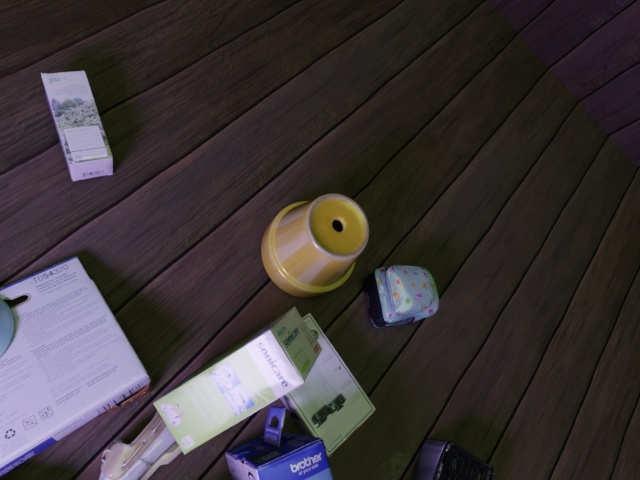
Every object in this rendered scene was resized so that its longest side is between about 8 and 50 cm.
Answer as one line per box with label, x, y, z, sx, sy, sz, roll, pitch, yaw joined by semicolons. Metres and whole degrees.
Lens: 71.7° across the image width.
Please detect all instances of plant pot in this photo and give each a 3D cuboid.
plant pot;0.000;0.000;1.120;0.253;0.239;0.254;8;69;-21

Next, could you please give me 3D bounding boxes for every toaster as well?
toaster;0.327;0.616;1.126;0.185;0.110;0.168;33;63;-10

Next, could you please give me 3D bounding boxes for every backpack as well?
backpack;0.235;0.147;1.228;0.188;0.144;0.166;-1;68;-26

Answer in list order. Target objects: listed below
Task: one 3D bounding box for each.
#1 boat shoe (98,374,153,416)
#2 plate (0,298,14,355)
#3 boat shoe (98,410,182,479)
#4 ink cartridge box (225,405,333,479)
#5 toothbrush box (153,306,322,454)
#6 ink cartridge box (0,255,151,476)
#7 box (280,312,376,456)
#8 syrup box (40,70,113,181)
boat shoe;-0.441;0.324;0.923;0.177;0.060;0.064;-16;80;-27
plate;-0.687;0.176;0.833;0.187;0.024;0.188;5;56;-8
boat shoe;-0.387;0.446;0.884;0.302;0.113;0.103;-36;88;-39
ink cartridge box;-0.069;0.548;0.888;0.151;0.270;0.396;-12;78;-28
toothbrush box;-0.157;0.275;0.909;0.283;0.206;0.122;-35;87;9
ink cartridge box;-0.567;0.235;0.878;0.324;0.072;0.330;-29;66;-28
box;-0.019;0.347;1.081;0.169;0.087;0.290;-35;88;-29
syrup box;-0.573;-0.272;1.046;0.093;0.096;0.237;-17;80;-29
